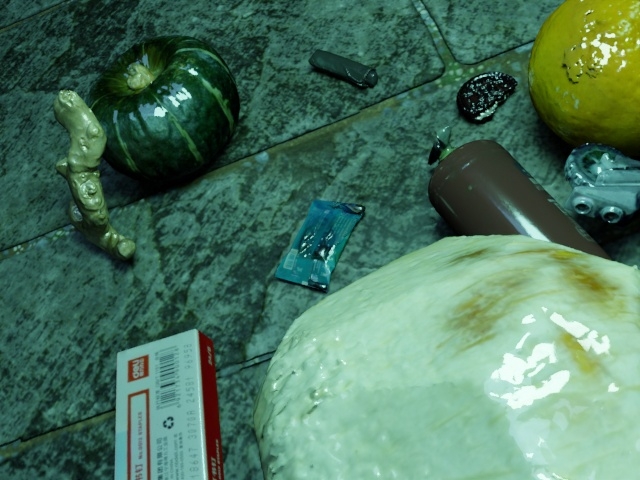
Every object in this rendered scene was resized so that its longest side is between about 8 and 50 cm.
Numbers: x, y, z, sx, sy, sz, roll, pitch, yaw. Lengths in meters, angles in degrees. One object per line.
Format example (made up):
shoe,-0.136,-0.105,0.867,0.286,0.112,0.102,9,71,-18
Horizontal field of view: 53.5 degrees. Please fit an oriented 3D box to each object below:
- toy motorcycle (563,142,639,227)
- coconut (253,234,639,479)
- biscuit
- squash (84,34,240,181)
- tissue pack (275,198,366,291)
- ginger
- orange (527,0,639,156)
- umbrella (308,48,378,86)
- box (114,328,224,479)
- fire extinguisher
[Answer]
toy motorcycle,0.398,-0.020,0.691,0.270,0.106,0.159,17,52,7
coconut,0.164,0.170,0.500,0.415,0.345,0.416,0,74,1
biscuit,0.244,-0.212,0.929,0.089,0.027,0.087,-5,57,15
squash,-0.252,-0.213,1.015,0.252,0.165,0.252,-10,54,14
tissue pack,0.000,0.000,0.882,0.085,0.028,0.138,14,61,26
ginger,-0.354,-0.091,0.947,0.149,0.259,0.065,3,25,44
orange,0.367,-0.208,0.780,0.219,0.193,0.219,8,71,-23
umbrella,0.037,-0.283,1.044,0.133,0.031,0.036,28,98,31
box,-0.189,0.232,0.787,0.122,0.050,0.229,-19,56,9
fire extinguisher,0.225,-0.016,0.759,0.114,0.135,0.337,-30,59,-6
